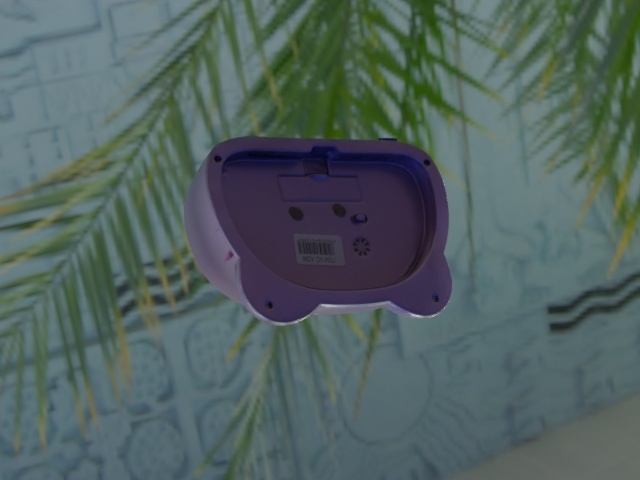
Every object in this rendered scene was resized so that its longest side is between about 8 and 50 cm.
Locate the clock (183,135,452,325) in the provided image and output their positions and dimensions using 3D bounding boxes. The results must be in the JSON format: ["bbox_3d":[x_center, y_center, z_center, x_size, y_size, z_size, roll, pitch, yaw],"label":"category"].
[{"bbox_3d":[0.000,0.000,0.746,0.152,0.110,0.050,-1,160,-29],"label":"clock"}]
